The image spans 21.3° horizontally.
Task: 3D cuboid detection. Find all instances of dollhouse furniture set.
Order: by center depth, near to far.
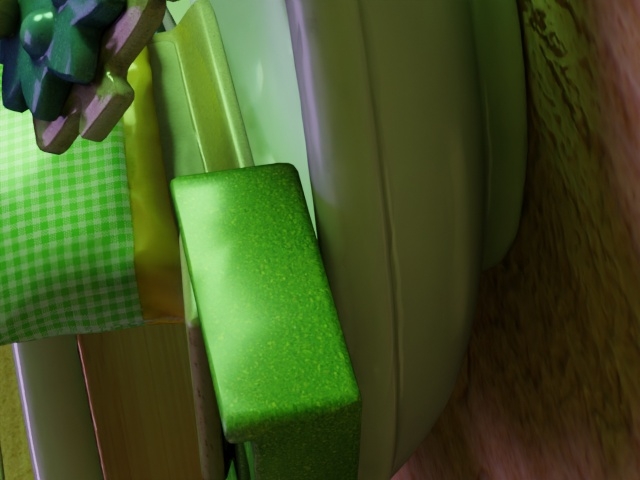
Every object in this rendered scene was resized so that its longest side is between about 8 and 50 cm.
[{"bbox_3d":[-0.115,-0.005,0.622,0.151,0.197,0.301,88,169,-53],"label":"dollhouse furniture set"}]

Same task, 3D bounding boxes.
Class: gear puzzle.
[{"bbox_3d":[-0.030,-0.182,0.506,0.339,0.044,0.175,-47,44,38],"label":"gear puzzle"}]

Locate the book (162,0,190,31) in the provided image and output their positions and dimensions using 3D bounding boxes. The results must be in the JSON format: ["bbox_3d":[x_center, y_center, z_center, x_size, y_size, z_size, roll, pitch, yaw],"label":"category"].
[{"bbox_3d":[-0.052,-0.146,1.123,0.144,0.096,0.035,-119,20,-66],"label":"book"}]

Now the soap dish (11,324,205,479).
[{"bbox_3d":[-0.105,0.083,0.929,0.291,0.118,0.229,-160,60,-77],"label":"soap dish"}]

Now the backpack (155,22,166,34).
[{"bbox_3d":[-0.102,-0.109,1.470,0.173,0.117,0.158,86,172,-54],"label":"backpack"}]

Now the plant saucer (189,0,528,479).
[{"bbox_3d":[0.010,-0.084,0.721,0.400,0.100,0.400,171,90,-83],"label":"plant saucer"}]
